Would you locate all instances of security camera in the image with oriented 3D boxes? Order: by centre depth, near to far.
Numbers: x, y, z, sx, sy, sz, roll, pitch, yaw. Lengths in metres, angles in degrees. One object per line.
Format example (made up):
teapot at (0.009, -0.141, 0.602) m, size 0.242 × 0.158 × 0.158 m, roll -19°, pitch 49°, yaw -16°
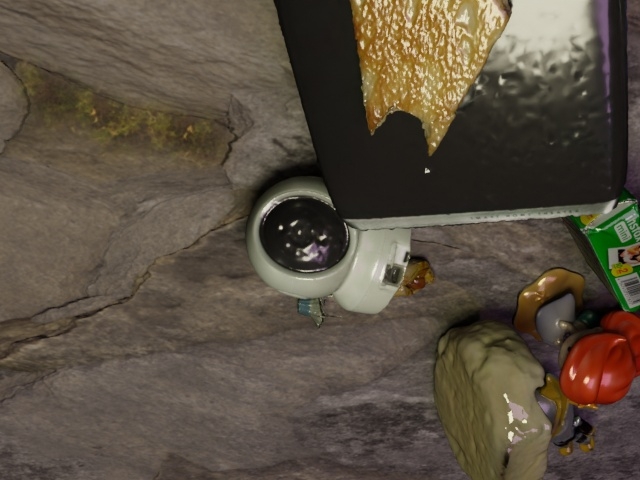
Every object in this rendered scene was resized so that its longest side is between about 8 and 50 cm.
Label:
security camera at (0.000, 0.000, 1.215) m, size 0.236 × 0.194 × 0.194 m, roll 17°, pitch 115°, yaw -15°

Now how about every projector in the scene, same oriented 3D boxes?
projector at (0.179, -0.245, 1.011) m, size 0.395 × 0.242 × 0.405 m, roll -3°, pitch 124°, yaw 21°

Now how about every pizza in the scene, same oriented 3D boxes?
pizza at (0.116, -0.214, 0.878) m, size 0.181 × 0.034 × 0.262 m, roll 6°, pitch 125°, yaw 13°

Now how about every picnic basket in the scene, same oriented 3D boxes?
picnic basket at (0.001, 0.113, 1.356) m, size 0.083 × 0.065 × 0.083 m, roll 3°, pitch 116°, yaw 2°

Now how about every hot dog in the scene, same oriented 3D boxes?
hot dog at (0.130, 0.065, 1.362) m, size 0.169 × 0.061 × 0.078 m, roll 8°, pitch 120°, yaw -19°

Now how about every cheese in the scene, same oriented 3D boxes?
cheese at (0.306, 0.304, 1.413) m, size 0.115 × 0.326 × 0.318 m, roll -13°, pitch 167°, yaw -14°

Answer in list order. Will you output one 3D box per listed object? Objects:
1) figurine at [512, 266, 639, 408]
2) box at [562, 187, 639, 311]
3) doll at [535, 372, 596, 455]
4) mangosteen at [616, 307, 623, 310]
figurine at (0.482, 0.179, 1.414) m, size 0.208 × 0.257 × 0.181 m, roll 27°, pitch 111°, yaw -29°
box at (0.496, -0.009, 1.350) m, size 0.103 × 0.180 × 0.250 m, roll -32°, pitch 125°, yaw 9°
doll at (0.455, 0.358, 1.615) m, size 0.316 × 0.146 × 0.103 m, roll 40°, pitch 67°, yaw -38°
mangosteen at (0.589, 0.195, 1.545) m, size 0.140 × 0.140 × 0.140 m, roll -7°, pitch 122°, yaw -11°
